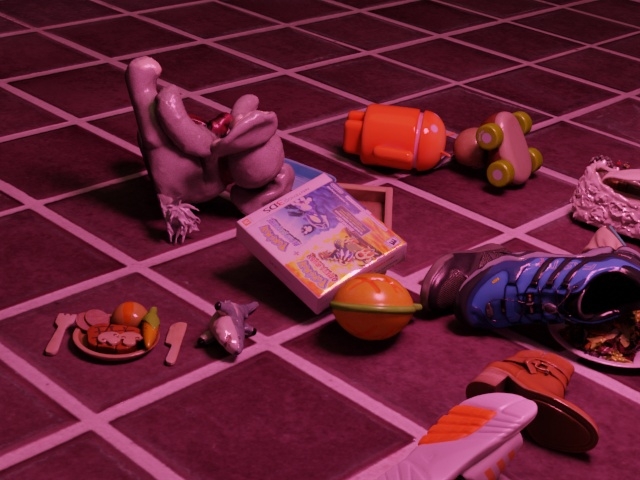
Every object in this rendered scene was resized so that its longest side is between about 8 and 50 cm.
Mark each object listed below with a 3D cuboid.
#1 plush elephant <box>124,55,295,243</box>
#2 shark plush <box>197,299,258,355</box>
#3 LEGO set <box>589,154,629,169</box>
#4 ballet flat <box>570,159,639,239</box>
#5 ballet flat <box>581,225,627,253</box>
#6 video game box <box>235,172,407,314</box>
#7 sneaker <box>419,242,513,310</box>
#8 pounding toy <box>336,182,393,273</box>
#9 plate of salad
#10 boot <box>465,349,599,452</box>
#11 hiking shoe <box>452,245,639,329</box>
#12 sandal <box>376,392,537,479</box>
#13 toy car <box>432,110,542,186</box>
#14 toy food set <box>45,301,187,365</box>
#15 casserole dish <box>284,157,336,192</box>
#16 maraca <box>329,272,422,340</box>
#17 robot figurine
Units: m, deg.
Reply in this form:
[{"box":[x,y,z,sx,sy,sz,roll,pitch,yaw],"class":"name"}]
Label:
[{"box":[-0.182,-0.166,2.062,0.255,0.272,0.330,-15,58,-10],"class":"plush elephant"},{"box":[-0.126,0.128,1.722,0.067,0.073,0.161,29,8,5],"class":"shark plush"},{"box":[0.612,-0.169,2.458,0.083,0.023,0.054,0,26,-9],"class":"LEGO set"},{"box":[0.645,-0.046,2.088,0.408,0.147,0.147,18,29,25],"class":"ballet flat"},{"box":[0.502,0.059,1.922,0.086,0.086,0.248,-1,24,-12],"class":"ballet flat"},{"box":[0.000,0.000,1.835,0.187,0.048,0.205,-32,57,-26],"class":"video game box"},{"box":[0.262,0.067,1.839,0.227,0.087,0.130,-14,24,-43],"class":"sneaker"},{"box":[0.012,-0.002,1.934,0.206,0.094,0.181,5,47,0],"class":"pounding toy"},{"box":[0.448,0.133,1.777,0.199,0.048,0.200,4,26,-2],"class":"plate of salad"},{"box":[0.313,0.206,1.581,0.197,0.073,0.152,25,28,30],"class":"boot"},{"box":[0.349,0.074,1.739,0.304,0.113,0.132,-13,15,3],"class":"hiking shoe"},{"box":[0.157,0.280,1.411,0.265,0.076,0.102,-33,26,-22],"class":"sandal"},{"box":[0.322,-0.171,2.344,0.188,0.149,0.155,-13,7,39],"class":"toy car"},{"box":[-0.293,0.128,1.674,0.192,0.039,0.132,4,26,-1],"class":"toy food set"},{"box":[-0.058,-0.112,2.213,0.188,0.037,0.114,23,31,31],"class":"casserole dish"},{"box":[0.085,0.099,1.740,0.127,0.099,0.185,7,1,20],"class":"maraca"},{"box":[0.158,-0.208,2.344,0.219,0.128,0.158,8,-6,8],"class":"robot figurine"}]
